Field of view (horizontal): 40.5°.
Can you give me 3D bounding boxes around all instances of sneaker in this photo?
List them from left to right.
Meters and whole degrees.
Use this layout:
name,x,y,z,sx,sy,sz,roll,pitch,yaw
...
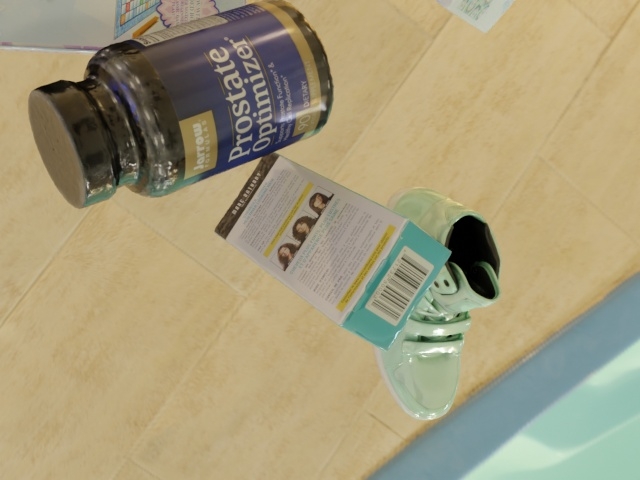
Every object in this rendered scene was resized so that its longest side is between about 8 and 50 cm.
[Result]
name,x,y,z,sx,sy,sz,roll,pitch,yaw
sneaker,0.120,0.080,0.874,0.094,0.151,0.256,-8,103,-18

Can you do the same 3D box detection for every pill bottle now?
name,x,y,z,sx,sy,sz,roll,pitch,yaw
pill bottle,-0.108,-0.107,0.688,0.219,0.122,0.123,-26,96,-29

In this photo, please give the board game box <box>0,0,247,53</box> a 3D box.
name,x,y,z,sx,sy,sz,roll,pitch,yaw
board game box,-0.216,-0.326,0.771,0.317,0.066,0.319,-4,101,-31

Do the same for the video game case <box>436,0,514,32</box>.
name,x,y,z,sx,sy,sz,roll,pitch,yaw
video game case,0.168,-0.245,0.733,0.019,0.157,0.143,45,109,12

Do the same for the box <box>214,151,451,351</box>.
name,x,y,z,sx,sy,sz,roll,pitch,yaw
box,0.000,0.000,0.772,0.060,0.244,0.101,34,89,-36
